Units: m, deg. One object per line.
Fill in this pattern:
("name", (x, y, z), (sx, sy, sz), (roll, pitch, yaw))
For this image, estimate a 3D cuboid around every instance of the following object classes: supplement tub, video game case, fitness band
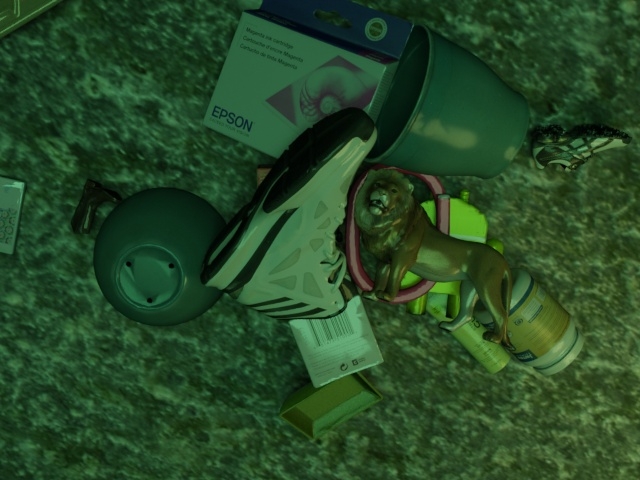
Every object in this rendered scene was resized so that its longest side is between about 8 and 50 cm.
("supplement tub", (0.434, 0.170, 1.624), (0.200, 0.144, 0.144), (43, 97, -9))
("video game case", (-0.692, -0.062, 1.608), (0.143, 0.019, 0.157), (13, 100, -5))
("fitness band", (0.155, -0.018, 1.571), (0.209, 0.054, 0.290), (3, 91, 4))

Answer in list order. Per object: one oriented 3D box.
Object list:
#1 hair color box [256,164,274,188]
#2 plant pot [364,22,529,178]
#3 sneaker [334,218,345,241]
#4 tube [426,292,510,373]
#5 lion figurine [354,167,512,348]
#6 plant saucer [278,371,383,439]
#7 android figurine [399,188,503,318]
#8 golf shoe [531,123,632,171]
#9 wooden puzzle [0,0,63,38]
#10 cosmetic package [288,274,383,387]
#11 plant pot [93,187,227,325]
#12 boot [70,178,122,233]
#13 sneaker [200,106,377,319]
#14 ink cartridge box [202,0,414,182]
("hair color box", (-0.107, -0.082, 1.595), (0.043, 0.072, 0.141), (0, 102, -2))
("plant pot", (0.243, -0.239, 1.491), (0.255, 0.271, 0.271), (17, 101, -21))
("sneaker", (0.000, 0.000, 1.620), (0.085, 0.058, 0.152), (23, 93, 3))
("tube", (0.307, 0.181, 1.669), (0.240, 0.062, 0.070), (49, 56, -5))
("lion figurine", (0.228, 0.034, 1.488), (0.392, 0.142, 0.240), (24, 80, -9))
("plant saucer", (0.018, 0.336, 1.657), (0.188, 0.045, 0.188), (-32, 143, 4))
("android figurine", (0.254, 0.024, 1.619), (0.249, 0.056, 0.272), (5, 91, 4))
("golf shoe", (0.532, -0.189, 1.598), (0.198, 0.077, 0.093), (0, 112, 5))
("wooden puzzle", (-0.600, -0.582, 1.481), (0.348, 0.080, 0.322), (-30, 101, 0))
("cosmetic package", (0.026, 0.180, 1.594), (0.151, 0.183, 0.151), (-21, 100, 2))
("plant pot", (-0.322, 0.051, 1.552), (0.291, 0.195, 0.290), (0, 102, -2))
("boot", (-0.460, -0.055, 1.591), (0.106, 0.037, 0.114), (28, 98, 32))
("sneaker", (0.004, -0.024, 1.432), (0.258, 0.169, 0.447), (33, 117, -21))
("ink cartridge box", (-0.032, -0.313, 1.488), (0.324, 0.071, 0.329), (25, 102, 20))
